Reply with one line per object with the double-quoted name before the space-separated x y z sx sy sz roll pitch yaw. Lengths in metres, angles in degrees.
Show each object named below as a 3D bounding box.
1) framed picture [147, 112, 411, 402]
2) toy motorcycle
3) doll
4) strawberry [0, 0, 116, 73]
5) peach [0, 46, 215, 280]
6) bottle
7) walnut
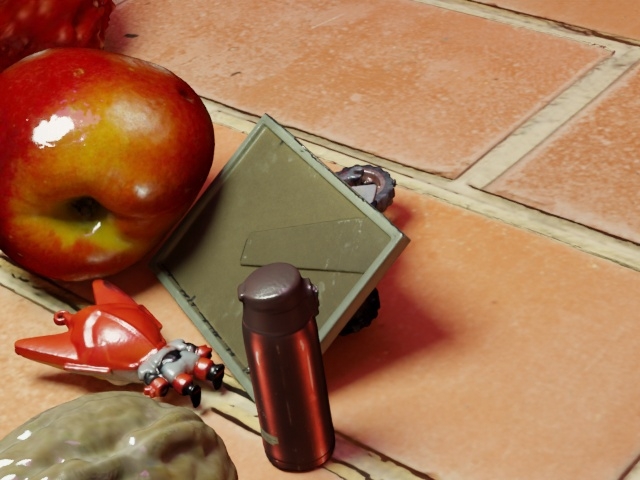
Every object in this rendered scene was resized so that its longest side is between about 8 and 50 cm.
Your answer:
"framed picture" -0.045 0.011 1.113 0.184 0.016 0.250 -53 41 5
"toy motorcycle" 0.000 0.000 1.159 0.122 0.080 0.215 -1 41 11
"doll" -0.159 0.087 1.085 0.169 0.057 0.109 16 40 32
"strawberry" -0.411 -0.345 1.503 0.318 0.345 0.295 3 35 16
"peach" -0.214 -0.081 1.204 0.243 0.199 0.243 -17 37 13
"bottle" -0.023 0.091 0.956 0.060 0.164 0.060 -6 35 4
"walnut" -0.148 0.189 0.854 0.178 0.178 0.230 20 40 34
